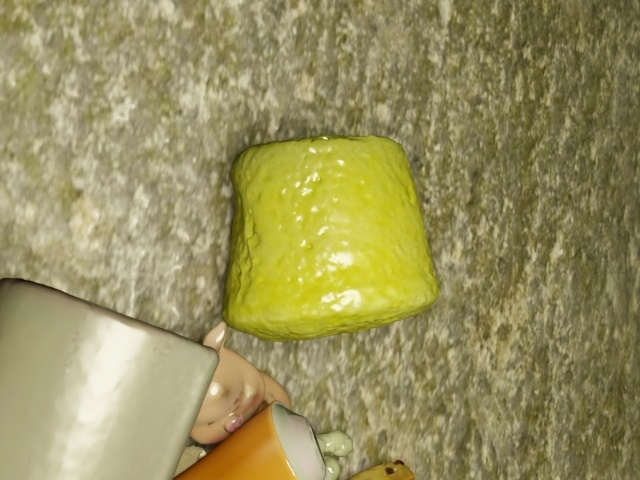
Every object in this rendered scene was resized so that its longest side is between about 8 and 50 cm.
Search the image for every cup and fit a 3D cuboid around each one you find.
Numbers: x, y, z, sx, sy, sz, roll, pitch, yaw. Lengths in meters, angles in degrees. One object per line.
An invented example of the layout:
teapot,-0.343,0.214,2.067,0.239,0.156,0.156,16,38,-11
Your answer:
cup,-0.105,0.365,1.233,0.264,0.226,0.182,-31,76,7

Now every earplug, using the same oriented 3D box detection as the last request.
earplug,-0.341,0.277,1.080,0.312,0.312,0.394,29,73,-33

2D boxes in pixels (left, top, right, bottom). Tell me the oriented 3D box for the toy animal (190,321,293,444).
toy animal,-0.142,0.250,1.329,0.166,0.154,0.250,-53,136,-12

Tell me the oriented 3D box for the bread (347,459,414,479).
bread,0.087,0.534,1.526,0.210,0.099,0.235,-12,99,-40

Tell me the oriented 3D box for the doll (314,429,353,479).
doll,-0.040,0.419,1.389,0.113,0.155,0.275,29,36,3

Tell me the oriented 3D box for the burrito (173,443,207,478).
burrito,-0.267,0.385,1.289,0.226,0.060,0.087,-23,107,-34

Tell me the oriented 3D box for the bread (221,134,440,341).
bread,0.000,0.000,1.340,0.348,0.348,0.308,-4,81,-37
